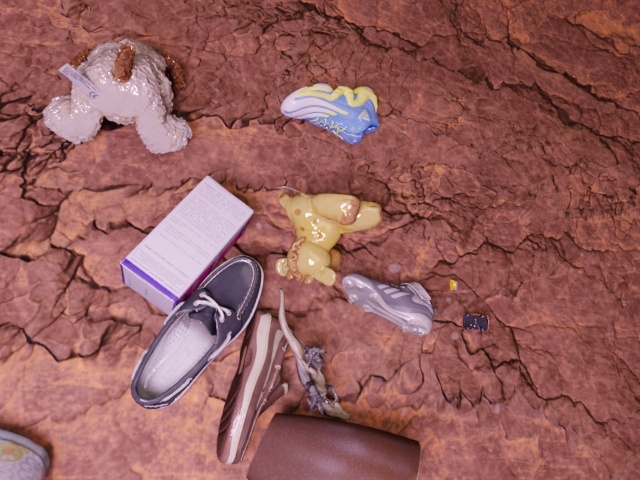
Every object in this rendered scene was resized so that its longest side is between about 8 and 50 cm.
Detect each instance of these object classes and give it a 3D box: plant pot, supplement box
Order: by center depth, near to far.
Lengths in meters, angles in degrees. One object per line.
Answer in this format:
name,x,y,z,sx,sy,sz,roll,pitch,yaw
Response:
plant pot,0.009,0.373,0.785,0.231,0.215,0.215,23,62,7
supplement box,-0.234,0.009,0.888,0.114,0.111,0.220,37,62,-2

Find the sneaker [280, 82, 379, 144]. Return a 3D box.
sneaker,0.036,-0.278,1.111,0.240,0.091,0.126,-14,74,-24

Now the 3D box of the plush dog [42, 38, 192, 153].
plush dog,-0.374,-0.308,0.947,0.263,0.210,0.225,3,41,-20

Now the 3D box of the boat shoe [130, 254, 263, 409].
boat shoe,-0.195,0.145,0.828,0.114,0.091,0.302,30,71,3

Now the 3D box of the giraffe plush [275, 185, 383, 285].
giraffe plush,0.000,0.000,0.958,0.210,0.181,0.170,9,87,-26

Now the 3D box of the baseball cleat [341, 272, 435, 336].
baseball cleat,0.140,0.111,1.008,0.206,0.072,0.109,35,48,-7

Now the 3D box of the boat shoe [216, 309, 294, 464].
boat shoe,-0.098,0.249,0.848,0.095,0.095,0.257,22,63,-16

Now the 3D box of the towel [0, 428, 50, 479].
towel,-0.547,0.302,0.550,0.375,0.320,0.090,15,95,-11

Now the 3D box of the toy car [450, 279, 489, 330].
toy car,0.323,0.135,1.060,0.041,0.060,0.121,0,72,-53

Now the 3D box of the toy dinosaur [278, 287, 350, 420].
toy dinosaur,-0.016,0.215,0.839,0.064,0.118,0.268,-24,101,-10
